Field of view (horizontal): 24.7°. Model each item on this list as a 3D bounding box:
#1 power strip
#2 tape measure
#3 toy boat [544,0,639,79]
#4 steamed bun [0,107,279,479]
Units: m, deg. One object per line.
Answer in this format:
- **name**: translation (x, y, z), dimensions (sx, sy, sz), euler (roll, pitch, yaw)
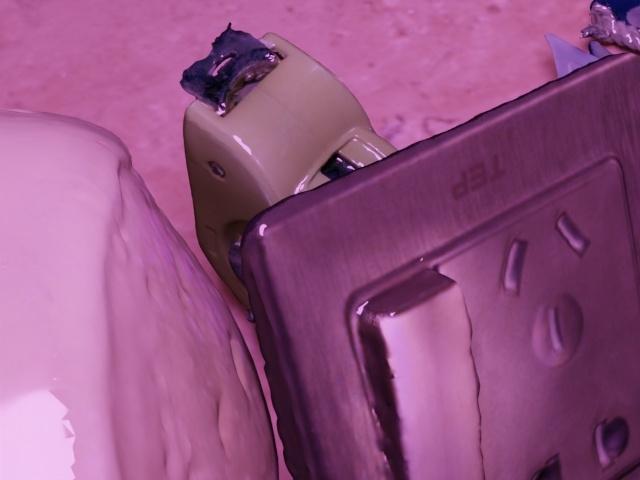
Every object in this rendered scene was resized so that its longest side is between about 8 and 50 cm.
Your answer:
- **power strip**: translation (0.071, 0.062, 0.702), dimensions (0.092, 0.256, 0.251), euler (11, 29, 44)
- **tape measure**: translation (0.000, 0.000, 0.817), dimensions (0.175, 0.200, 0.106), euler (36, 63, 16)
- **toy boat**: translation (0.198, -0.106, 0.915), dimensions (0.292, 0.070, 0.210), euler (-17, 30, -7)
- **steamed bun**: translation (-0.209, 0.090, 0.617), dimensions (0.371, 0.289, 0.456), euler (-15, 10, -5)
